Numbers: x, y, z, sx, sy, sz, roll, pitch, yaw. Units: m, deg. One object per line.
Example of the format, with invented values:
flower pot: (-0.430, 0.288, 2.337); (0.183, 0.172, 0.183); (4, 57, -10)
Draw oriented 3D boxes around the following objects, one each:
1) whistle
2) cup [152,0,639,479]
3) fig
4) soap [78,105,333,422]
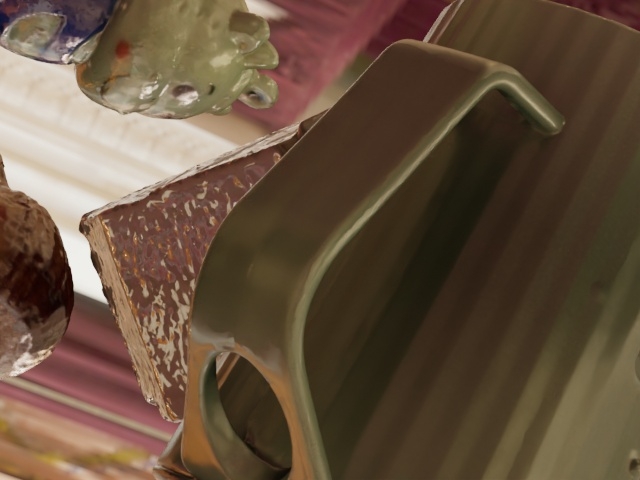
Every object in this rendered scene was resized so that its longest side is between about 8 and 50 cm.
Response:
whistle: (-0.125, -0.127, 0.834); (0.110, 0.244, 0.092); (-34, -150, 55)
cup: (0.105, 0.062, 1.075); (0.392, 0.310, 0.401); (-63, 173, -11)
fig: (-0.244, -0.002, 1.253); (0.146, 0.134, 0.201); (-47, -149, 32)
soap: (0.000, 0.000, 1.525); (0.350, 0.213, 0.435); (-27, -175, -37)
